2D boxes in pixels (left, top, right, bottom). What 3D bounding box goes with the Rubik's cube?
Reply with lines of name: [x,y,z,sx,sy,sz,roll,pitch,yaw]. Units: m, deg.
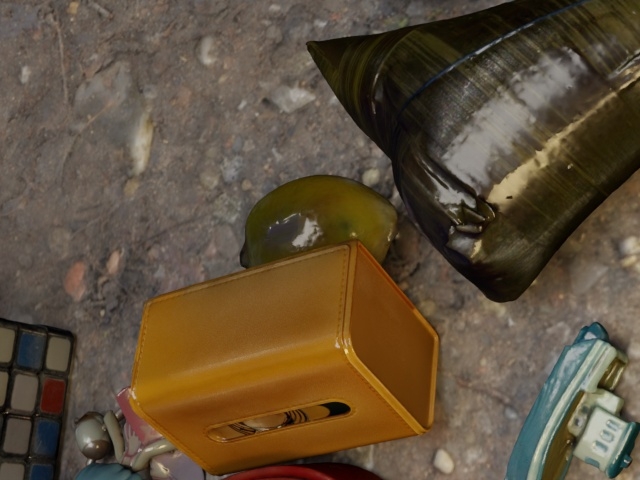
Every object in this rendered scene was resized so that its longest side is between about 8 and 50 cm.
Rubik's cube: [-0.518,0.227,1.589,0.292,0.287,0.293,3,80,30]

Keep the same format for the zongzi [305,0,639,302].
zongzi: [0.203,-0.212,1.338,0.403,0.208,0.432,-42,49,10]

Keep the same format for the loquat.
loquat: [0.000,0.000,1.425,0.195,0.152,0.152,-18,70,18]

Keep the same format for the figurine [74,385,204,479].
figurine: [-0.241,0.241,1.532,0.205,0.103,0.260,10,74,30]

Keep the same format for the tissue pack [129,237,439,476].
tissue pack: [-0.039,0.135,1.360,0.275,0.194,0.145,-17,43,26]

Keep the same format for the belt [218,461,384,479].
belt: [-0.053,0.365,1.379,0.324,0.115,0.227,-26,70,24]

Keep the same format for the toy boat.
toy boat: [0.258,0.194,1.257,0.102,0.088,0.215,29,93,28]
